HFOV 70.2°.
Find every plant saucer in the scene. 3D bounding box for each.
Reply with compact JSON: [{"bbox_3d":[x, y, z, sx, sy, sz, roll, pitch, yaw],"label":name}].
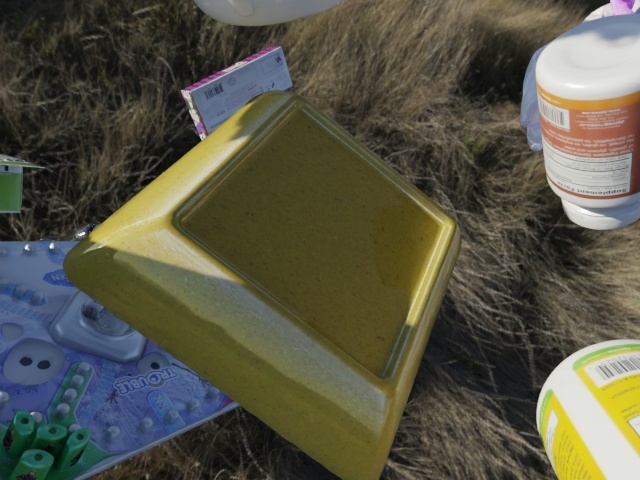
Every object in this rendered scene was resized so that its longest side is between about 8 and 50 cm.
[{"bbox_3d":[0.000,0.000,0.457,0.332,0.081,0.333,38,49,-5],"label":"plant saucer"}]

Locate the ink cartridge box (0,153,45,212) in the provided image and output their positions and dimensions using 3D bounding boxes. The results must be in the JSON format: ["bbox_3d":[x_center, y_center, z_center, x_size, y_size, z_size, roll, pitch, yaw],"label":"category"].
[{"bbox_3d":[-0.564,-0.089,0.697,0.255,0.097,0.188,16,12,42],"label":"ink cartridge box"}]

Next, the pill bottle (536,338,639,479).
[{"bbox_3d":[0.226,0.166,0.257,0.136,0.136,0.246,32,15,3],"label":"pill bottle"}]

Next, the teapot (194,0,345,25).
[{"bbox_3d":[-0.058,-0.366,0.488,0.252,0.187,0.256,-28,49,-11],"label":"teapot"}]

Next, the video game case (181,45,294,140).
[{"bbox_3d":[-0.143,-0.252,0.931,0.041,0.210,0.232,22,51,41],"label":"video game case"}]

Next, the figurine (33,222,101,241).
[{"bbox_3d":[-0.642,0.001,1.235,0.209,0.092,0.215,-7,6,11],"label":"figurine"}]

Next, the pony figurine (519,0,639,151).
[{"bbox_3d":[0.465,-0.310,0.663,0.363,0.302,0.351,6,77,-39],"label":"pony figurine"}]

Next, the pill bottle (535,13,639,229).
[{"bbox_3d":[0.308,-0.114,0.494,0.121,0.216,0.121,-17,45,18],"label":"pill bottle"}]

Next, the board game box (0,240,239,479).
[{"bbox_3d":[-0.300,0.110,0.649,0.390,0.050,0.390,42,20,24],"label":"board game box"}]
